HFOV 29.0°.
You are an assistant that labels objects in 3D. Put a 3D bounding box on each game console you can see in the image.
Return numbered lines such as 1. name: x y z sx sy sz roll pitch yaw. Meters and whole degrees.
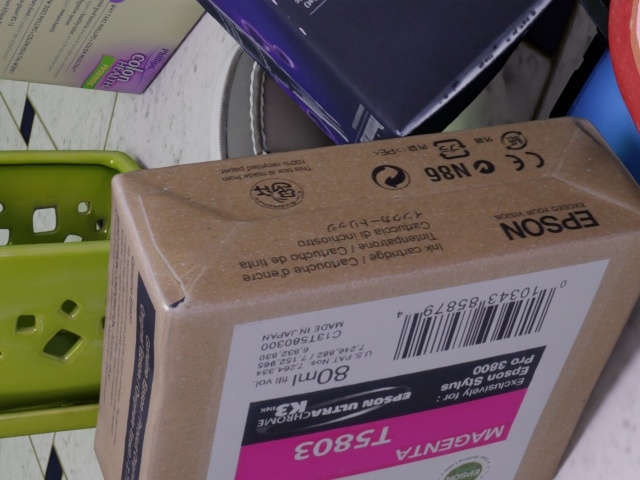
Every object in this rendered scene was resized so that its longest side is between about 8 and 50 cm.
1. game console: 0.136 -0.059 0.590 0.071 0.107 0.122 -37 50 18

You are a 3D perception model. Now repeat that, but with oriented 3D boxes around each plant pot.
1. plant pot: -0.260 0.051 1.145 0.227 0.228 0.207 45 132 54

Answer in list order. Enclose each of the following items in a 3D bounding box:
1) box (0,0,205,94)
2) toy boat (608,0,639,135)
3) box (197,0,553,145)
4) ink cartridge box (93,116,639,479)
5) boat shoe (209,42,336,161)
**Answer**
1. box: -0.243 -0.242 1.116 0.213 0.243 0.117 -39 53 54
2. toy boat: 0.174 -0.051 0.402 0.151 0.151 0.231 -34 54 23
3. box: 0.004 -0.146 0.647 0.207 0.108 0.153 46 174 4
4. ink cartridge box: 0.020 0.050 0.582 0.193 0.234 0.088 101 151 -42
5. boat shoe: 0.004 0.000 0.787 0.091 0.109 0.305 -30 67 56
